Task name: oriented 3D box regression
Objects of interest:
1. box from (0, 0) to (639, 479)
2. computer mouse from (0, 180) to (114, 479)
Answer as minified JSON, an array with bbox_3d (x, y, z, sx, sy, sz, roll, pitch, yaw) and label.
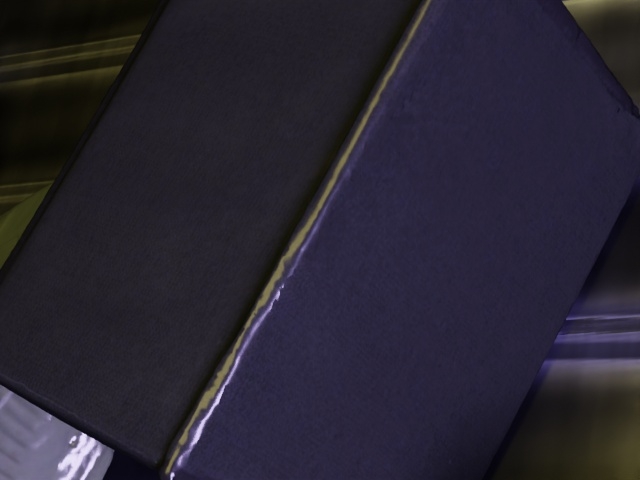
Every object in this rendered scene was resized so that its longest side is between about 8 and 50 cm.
[{"bbox_3d":[0.001,0.000,0.939,0.204,0.251,0.345,20,76,41],"label":"box"},{"bbox_3d":[-0.210,0.113,1.082,0.429,0.145,0.228,-56,23,-14],"label":"computer mouse"}]
